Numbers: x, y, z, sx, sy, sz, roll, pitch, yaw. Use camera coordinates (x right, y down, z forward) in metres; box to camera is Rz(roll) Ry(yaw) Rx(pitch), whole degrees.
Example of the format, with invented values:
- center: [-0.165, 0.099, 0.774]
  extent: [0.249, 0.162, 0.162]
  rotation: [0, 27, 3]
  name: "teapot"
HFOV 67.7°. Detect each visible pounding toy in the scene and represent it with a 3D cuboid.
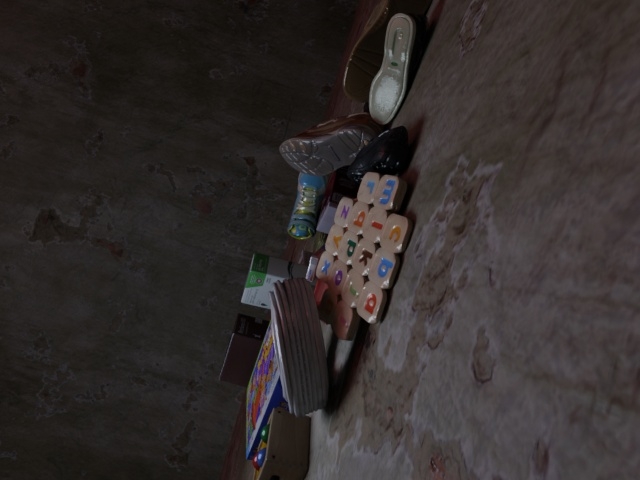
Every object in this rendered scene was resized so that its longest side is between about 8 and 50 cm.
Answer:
- center: [-0.094, 0.477, 0.940]
  extent: [0.206, 0.094, 0.181]
  rotation: [-87, 16, -63]
  name: "pounding toy"

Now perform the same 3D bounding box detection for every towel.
- center: [0.000, 0.000, 1.555]
  extent: [0.148, 0.027, 0.110]
  rotation: [-85, 13, -52]
  name: "towel"

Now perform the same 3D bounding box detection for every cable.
- center: [-0.040, 0.199, 0.903]
  extent: [0.257, 0.089, 0.257]
  rotation: [-106, 9, -51]
  name: "cable"

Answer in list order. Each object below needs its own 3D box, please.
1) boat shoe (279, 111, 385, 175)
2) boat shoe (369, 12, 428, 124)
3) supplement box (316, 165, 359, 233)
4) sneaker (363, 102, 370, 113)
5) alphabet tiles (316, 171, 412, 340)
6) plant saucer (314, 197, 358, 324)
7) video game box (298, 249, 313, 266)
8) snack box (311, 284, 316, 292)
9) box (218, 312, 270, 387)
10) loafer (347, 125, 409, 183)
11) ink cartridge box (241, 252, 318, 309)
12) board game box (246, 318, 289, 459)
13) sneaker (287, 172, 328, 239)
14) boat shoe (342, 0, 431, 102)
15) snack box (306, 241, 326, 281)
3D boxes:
- center: [0.031, -0.244, 1.194]
  extent: [0.325, 0.123, 0.116]
  rotation: [2, 45, 43]
  name: "boat shoe"
- center: [0.166, -0.354, 1.004]
  extent: [0.079, 0.084, 0.233]
  rotation: [-31, -34, -42]
  name: "boat shoe"
- center: [0.058, -0.146, 1.272]
  extent: [0.130, 0.073, 0.239]
  rotation: [118, 168, -58]
  name: "supplement box"
- center: [0.148, -0.395, 1.254]
  extent: [0.089, 0.051, 0.170]
  rotation: [126, 154, -69]
  name: "sneaker"
- center: [0.067, 0.021, 0.831]
  extent: [0.284, 0.021, 0.278]
  rotation: [-71, 22, 5]
  name: "alphabet tiles"
- center: [0.048, 0.042, 1.029]
  extent: [0.259, 0.048, 0.258]
  rotation: [-174, 100, -82]
  name: "plant saucer"
- center: [-0.072, 0.158, 1.661]
  extent: [0.187, 0.048, 0.205]
  rotation: [-91, 18, -72]
  name: "video game box"
- center: [-0.041, 0.209, 1.351]
  extent: [0.100, 0.037, 0.141]
  rotation: [-90, 18, -62]
  name: "snack box"
- center: [-0.195, 0.360, 1.524]
  extent: [0.168, 0.203, 0.166]
  rotation: [-106, 34, -76]
  name: "box"
- center: [0.111, -0.156, 0.915]
  extent: [0.223, 0.076, 0.078]
  rotation: [158, 133, -75]
  name: "loafer"
- center: [-0.125, 0.139, 1.478]
  extent: [0.086, 0.209, 0.153]
  rotation: [-87, 15, -50]
  name: "ink cartridge box"
- center: [-0.121, 0.380, 1.273]
  extent: [0.233, 0.078, 0.347]
  rotation: [-103, 29, -56]
  name: "board game box"
- center: [-0.048, -0.133, 1.848]
  extent: [0.318, 0.127, 0.208]
  rotation: [100, -179, -45]
  name: "sneaker"
- center: [0.164, -0.481, 1.107]
  extent: [0.341, 0.122, 0.110]
  rotation: [-57, 10, 31]
  name: "boat shoe"
- center: [0.006, 0.044, 1.204]
  extent: [0.178, 0.022, 0.064]
  rotation: [-42, -33, -67]
  name: "snack box"
